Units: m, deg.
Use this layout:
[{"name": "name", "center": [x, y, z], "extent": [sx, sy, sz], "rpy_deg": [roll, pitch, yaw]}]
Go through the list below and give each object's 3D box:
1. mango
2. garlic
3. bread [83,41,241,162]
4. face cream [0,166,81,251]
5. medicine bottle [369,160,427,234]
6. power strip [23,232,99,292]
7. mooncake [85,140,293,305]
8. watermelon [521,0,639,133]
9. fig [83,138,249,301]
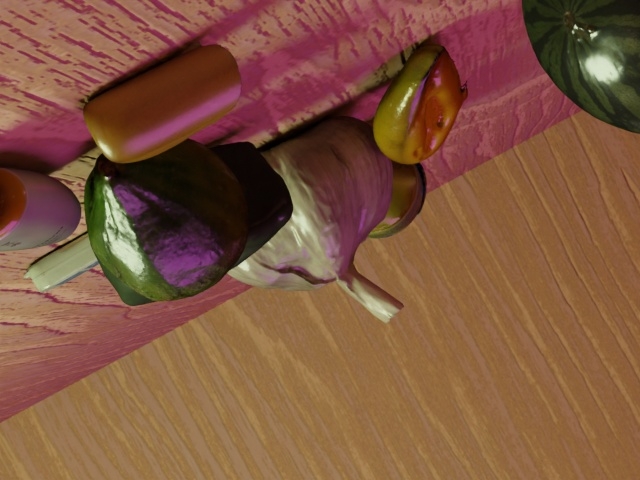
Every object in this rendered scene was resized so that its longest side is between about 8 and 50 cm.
[{"name": "mango", "center": [0.091, -0.130, 1.483], "extent": [0.101, 0.066, 0.187], "rpy_deg": [-47, 167, -15]}, {"name": "garlic", "center": [0.000, 0.000, 1.573], "extent": [0.218, 0.212, 0.218], "rpy_deg": [-33, 173, -4]}, {"name": "bread", "center": [-0.097, -0.086, 1.001], "extent": [0.103, 0.049, 0.062], "rpy_deg": [-26, 176, -1]}, {"name": "face cream", "center": [-0.209, -0.020, 1.058], "extent": [0.072, 0.051, 0.182], "rpy_deg": [-25, 175, 6]}, {"name": "medicine bottle", "center": [0.058, -0.063, 1.820], "extent": [0.124, 0.124, 0.239], "rpy_deg": [-28, 175, 5]}, {"name": "power strip", "center": [-0.199, -0.002, 1.489], "extent": [0.191, 0.030, 0.047], "rpy_deg": [-28, 177, 14]}, {"name": "mooncake", "center": [-0.112, -0.020, 1.342], "extent": [0.168, 0.104, 0.175], "rpy_deg": [-25, 174, 7]}, {"name": "watermelon", "center": [0.242, -0.174, 1.061], "extent": [0.212, 0.212, 0.212], "rpy_deg": [-28, 176, -2]}, {"name": "fig", "center": [-0.120, -0.025, 1.166], "extent": [0.123, 0.123, 0.156], "rpy_deg": [-28, 164, -1]}]
